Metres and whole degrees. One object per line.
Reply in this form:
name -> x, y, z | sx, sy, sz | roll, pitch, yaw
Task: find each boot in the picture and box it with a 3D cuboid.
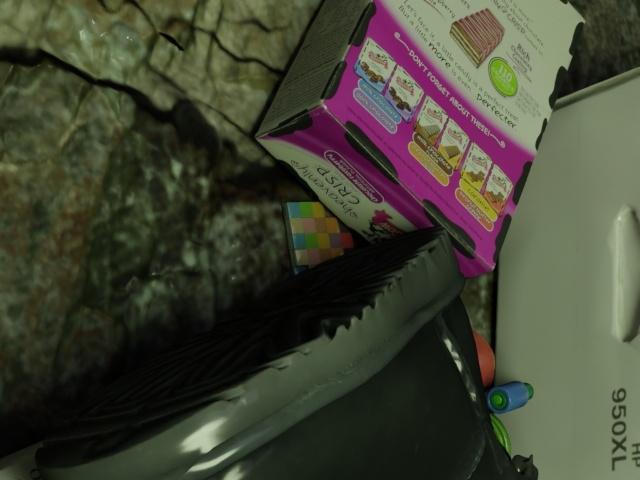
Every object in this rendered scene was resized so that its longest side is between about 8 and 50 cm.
boot -> 0.060, 0.242, 0.825 | 0.367, 0.146, 0.445 | -28, 100, -60

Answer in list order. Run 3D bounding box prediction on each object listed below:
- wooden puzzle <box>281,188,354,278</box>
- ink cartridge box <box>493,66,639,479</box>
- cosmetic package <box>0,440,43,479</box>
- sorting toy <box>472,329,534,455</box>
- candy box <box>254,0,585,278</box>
wooden puzzle -> 0.000, 0.000, 0.984 | 0.049, 0.006, 0.083 | -1, 78, -42
ink cartridge box -> 0.310, 0.079, 1.126 | 0.395, 0.166, 0.285 | 20, 64, -37
cosmetic package -> -0.095, 0.212, 0.797 | 0.099, 0.060, 0.239 | -22, 92, -45
sorting toy -> 0.104, 0.102, 1.011 | 0.042, 0.061, 0.102 | -7, 83, -53
candy box -> 0.071, -0.106, 1.032 | 0.159, 0.071, 0.233 | 43, 51, -23
